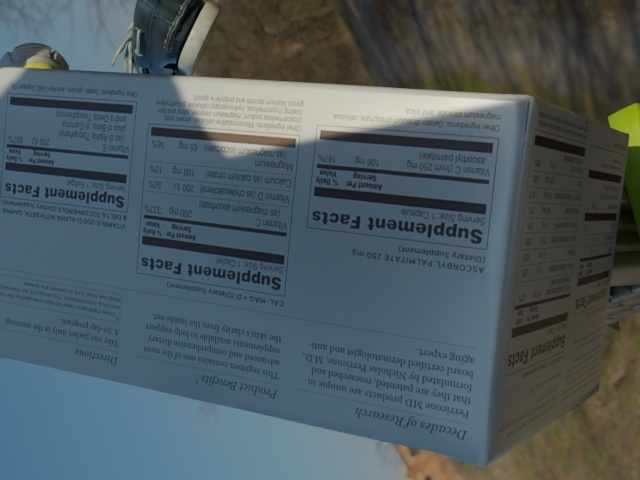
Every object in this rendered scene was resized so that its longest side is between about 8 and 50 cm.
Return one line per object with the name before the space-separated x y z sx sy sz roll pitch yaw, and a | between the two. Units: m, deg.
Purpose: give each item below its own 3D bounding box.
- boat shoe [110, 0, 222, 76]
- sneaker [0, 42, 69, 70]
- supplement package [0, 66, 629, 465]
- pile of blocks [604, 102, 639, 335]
boat shoe | -0.157 -0.194 1.040 0.079 0.095 0.254 28 177 -10
sneaker | -0.218 -0.073 0.940 0.208 0.081 0.094 55 -173 -43
supplement package | 0.000 0.000 0.532 0.204 0.262 0.145 -2 -81 -63
pile of blocks | 0.186 -0.020 0.678 0.362 0.149 0.112 131 133 -62
